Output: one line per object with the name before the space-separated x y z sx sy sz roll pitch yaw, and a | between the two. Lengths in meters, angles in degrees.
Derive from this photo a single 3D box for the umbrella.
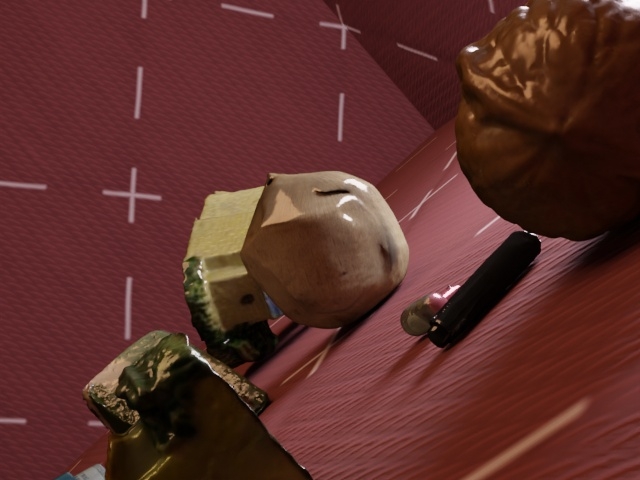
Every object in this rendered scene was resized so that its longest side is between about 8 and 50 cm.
umbrella | 0.139 0.041 0.910 0.133 0.031 0.036 -43 -23 -19

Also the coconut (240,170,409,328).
coconut | 0.000 0.000 1.380 0.224 0.224 0.224 -41 3 3

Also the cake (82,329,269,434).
cake | -0.199 0.210 1.426 0.158 0.172 0.283 -45 6 -22

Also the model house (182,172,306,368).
model house | -0.061 0.052 1.785 0.266 0.261 0.321 -15 27 11

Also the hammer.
hammer | 0.112 0.061 1.010 0.052 0.031 0.083 -35 -4 41

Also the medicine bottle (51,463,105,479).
medicine bottle | -0.433 0.448 1.640 0.258 0.124 0.079 -30 -6 -30

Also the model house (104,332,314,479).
model house | -0.132 0.198 0.777 0.211 0.170 0.194 -43 6 -13

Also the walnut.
walnut | 0.192 -0.098 0.799 0.213 0.213 0.213 -41 3 3
